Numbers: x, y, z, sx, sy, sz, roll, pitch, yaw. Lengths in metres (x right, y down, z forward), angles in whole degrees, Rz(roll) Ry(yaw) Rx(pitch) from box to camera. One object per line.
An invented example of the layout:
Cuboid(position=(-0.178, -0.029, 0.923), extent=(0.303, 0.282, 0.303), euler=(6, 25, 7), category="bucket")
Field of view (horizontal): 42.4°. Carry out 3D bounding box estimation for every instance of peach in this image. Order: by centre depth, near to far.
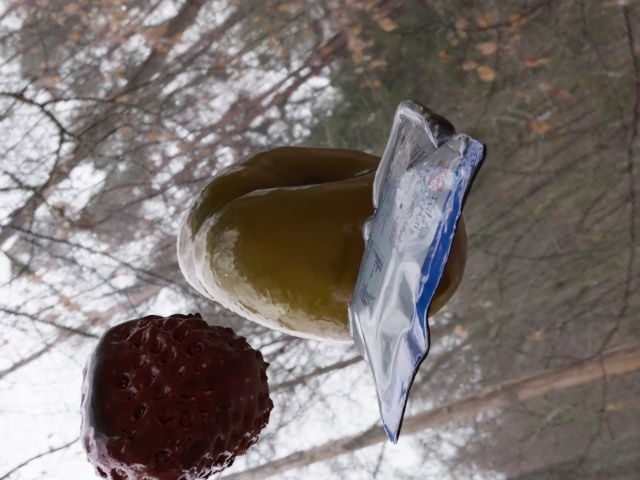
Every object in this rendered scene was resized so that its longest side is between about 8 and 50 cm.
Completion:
Cuboid(position=(0.000, 0.000, 0.728), extent=(0.251, 0.251, 0.153), euler=(-41, -51, -59), category="peach")

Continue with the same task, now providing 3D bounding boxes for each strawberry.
Cuboid(position=(-0.244, 0.282, 1.306), extent=(0.318, 0.295, 0.345), euler=(26, -157, -5), category="strawberry")

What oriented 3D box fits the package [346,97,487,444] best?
Cuboid(position=(0.048, 0.008, 0.495), extent=(0.027, 0.171, 0.173), euler=(12, -164, -13), category="package")
